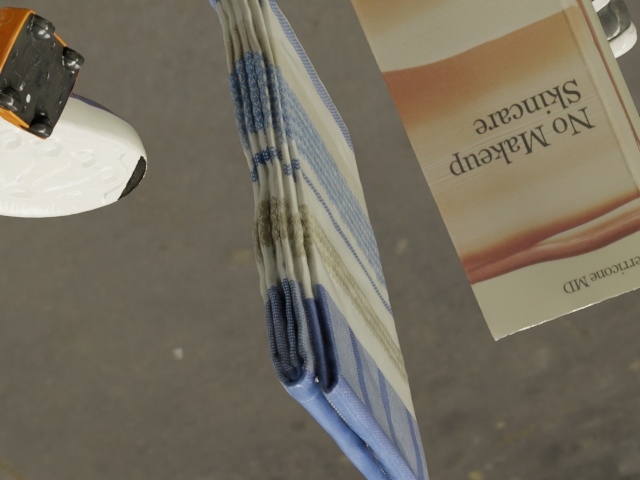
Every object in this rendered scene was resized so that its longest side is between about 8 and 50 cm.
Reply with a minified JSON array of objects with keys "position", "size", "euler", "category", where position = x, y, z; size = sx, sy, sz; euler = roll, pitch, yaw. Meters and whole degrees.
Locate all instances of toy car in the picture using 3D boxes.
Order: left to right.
[{"position":[-0.100,-0.097,0.512],"size":[0.040,0.060,0.122],"euler":[20,99,14],"category":"toy car"}]

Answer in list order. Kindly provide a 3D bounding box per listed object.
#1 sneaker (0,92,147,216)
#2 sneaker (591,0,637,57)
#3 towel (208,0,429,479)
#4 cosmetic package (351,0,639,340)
[{"position":[-0.303,-0.154,1.169],"size":[0.322,0.236,0.130],"euler":[6,141,-28],"category":"sneaker"},{"position":[0.152,-0.191,1.276],"size":[0.216,0.079,0.121],"euler":[-19,111,18],"category":"sneaker"},{"position":[0.000,0.000,0.841],"size":[0.034,0.285,0.209],"euler":[-19,147,11],"category":"towel"},{"position":[0.148,-0.095,1.099],"size":[0.153,0.129,0.296],"euler":[-24,92,21],"category":"cosmetic package"}]
